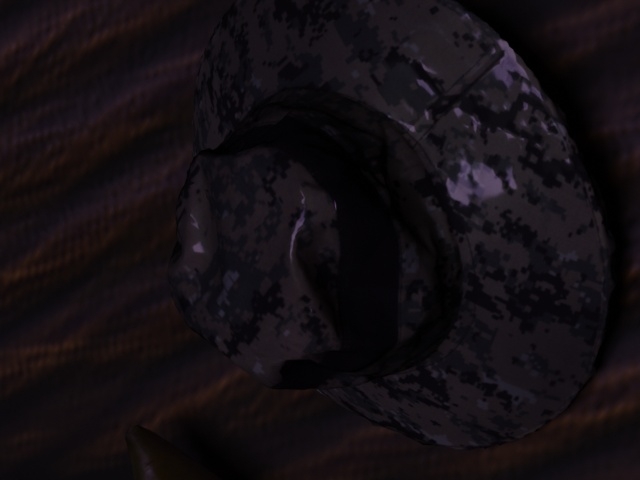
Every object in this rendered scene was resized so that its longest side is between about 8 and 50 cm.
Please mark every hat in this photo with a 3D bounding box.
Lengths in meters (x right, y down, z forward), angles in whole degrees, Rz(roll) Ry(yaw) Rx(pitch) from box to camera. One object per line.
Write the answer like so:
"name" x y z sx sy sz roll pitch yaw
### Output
"hat" 0.000 0.000 0.943 0.265 0.128 0.266 15 114 35

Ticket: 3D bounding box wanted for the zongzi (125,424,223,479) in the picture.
"zongzi" -0.059 0.271 1.063 0.274 0.125 0.251 36 112 30
